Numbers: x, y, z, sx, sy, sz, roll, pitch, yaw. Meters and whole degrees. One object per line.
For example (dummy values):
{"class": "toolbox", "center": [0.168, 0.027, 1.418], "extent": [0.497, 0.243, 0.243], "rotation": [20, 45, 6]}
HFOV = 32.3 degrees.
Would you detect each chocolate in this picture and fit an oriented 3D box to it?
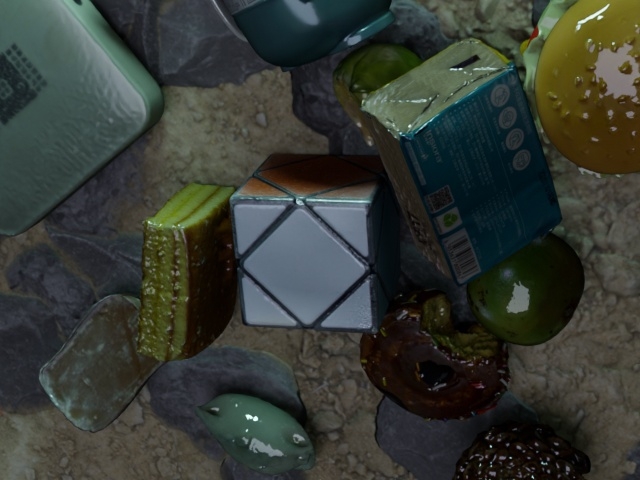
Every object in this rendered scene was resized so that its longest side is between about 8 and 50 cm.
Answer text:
{"class": "chocolate", "center": [-0.346, 0.199, 1.846], "extent": [0.157, 0.080, 0.254], "rotation": [47, 114, 9]}

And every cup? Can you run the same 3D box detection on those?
{"class": "cup", "center": [-0.055, -0.366, 1.477], "extent": [0.289, 0.219, 0.258], "rotation": [-10, 113, 50]}

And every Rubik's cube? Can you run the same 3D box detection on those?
{"class": "Rubik's cube", "center": [0.000, 0.000, 1.603], "extent": [0.207, 0.205, 0.205], "rotation": [2, 113, 12]}

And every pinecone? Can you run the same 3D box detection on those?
{"class": "pinecone", "center": [0.304, 0.374, 1.685], "extent": [0.221, 0.221, 0.222], "rotation": [5, 113, 12]}

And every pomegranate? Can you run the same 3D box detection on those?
{"class": "pomegranate", "center": [0.271, 0.052, 1.586], "extent": [0.209, 0.180, 0.180], "rotation": [31, 118, 23]}

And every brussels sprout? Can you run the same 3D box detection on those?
{"class": "brussels sprout", "center": [0.096, -0.206, 1.539], "extent": [0.122, 0.149, 0.152], "rotation": [-33, 140, -7]}

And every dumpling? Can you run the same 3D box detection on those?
{"class": "dumpling", "center": [-0.112, 0.336, 1.827], "extent": [0.216, 0.105, 0.149], "rotation": [22, 116, 4]}

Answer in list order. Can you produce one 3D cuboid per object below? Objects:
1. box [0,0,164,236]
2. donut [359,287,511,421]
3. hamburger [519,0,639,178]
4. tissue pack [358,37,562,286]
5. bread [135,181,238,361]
{"class": "box", "center": [-0.472, -0.235, 1.694], "extent": [0.373, 0.090, 0.367], "rotation": [-35, 99, 25]}
{"class": "donut", "center": [0.175, 0.172, 1.673], "extent": [0.230, 0.096, 0.216], "rotation": [22, 135, 5]}
{"class": "hamburger", "center": [0.388, -0.213, 1.409], "extent": [0.274, 0.212, 0.275], "rotation": [5, 113, 12]}
{"class": "tissue pack", "center": [0.189, -0.104, 1.469], "extent": [0.192, 0.134, 0.271], "rotation": [-32, 127, -11]}
{"class": "bread", "center": [-0.194, 0.049, 1.687], "extent": [0.110, 0.184, 0.234], "rotation": [14, 115, 15]}
